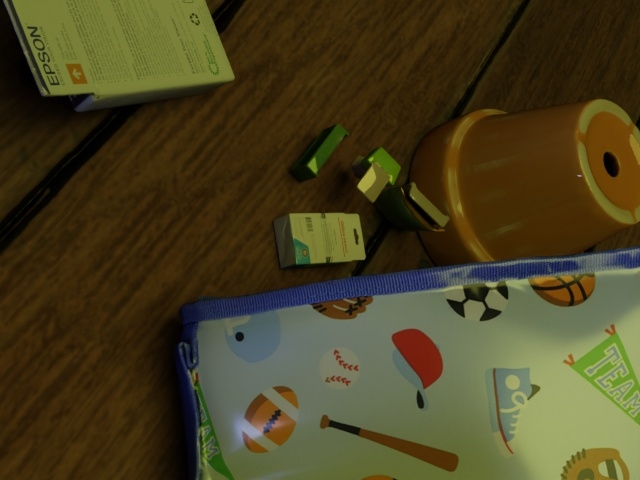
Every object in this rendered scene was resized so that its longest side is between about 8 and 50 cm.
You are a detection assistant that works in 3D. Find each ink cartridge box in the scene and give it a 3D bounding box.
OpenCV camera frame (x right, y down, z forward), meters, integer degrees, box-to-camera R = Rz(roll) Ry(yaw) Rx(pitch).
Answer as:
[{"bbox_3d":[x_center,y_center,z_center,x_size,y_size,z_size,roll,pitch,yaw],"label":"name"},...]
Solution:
[{"bbox_3d":[-0.183,-0.213,0.621,0.224,0.045,0.223,-24,94,-58],"label":"ink cartridge box"},{"bbox_3d":[0.000,0.000,0.754,0.083,0.028,0.048,-2,79,-37],"label":"ink cartridge box"}]

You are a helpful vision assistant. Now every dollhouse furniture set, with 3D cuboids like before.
[{"bbox_3d":[0.049,-0.041,0.780,0.152,0.076,0.058,43,69,-19],"label":"dollhouse furniture set"}]

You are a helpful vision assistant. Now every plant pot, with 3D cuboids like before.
[{"bbox_3d":[0.231,-0.057,0.844,0.205,0.188,0.205,11,72,-35],"label":"plant pot"}]

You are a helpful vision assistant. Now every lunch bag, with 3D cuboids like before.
[{"bbox_3d":[0.091,0.183,0.635,0.385,0.239,0.327,-7,81,-11],"label":"lunch bag"}]
